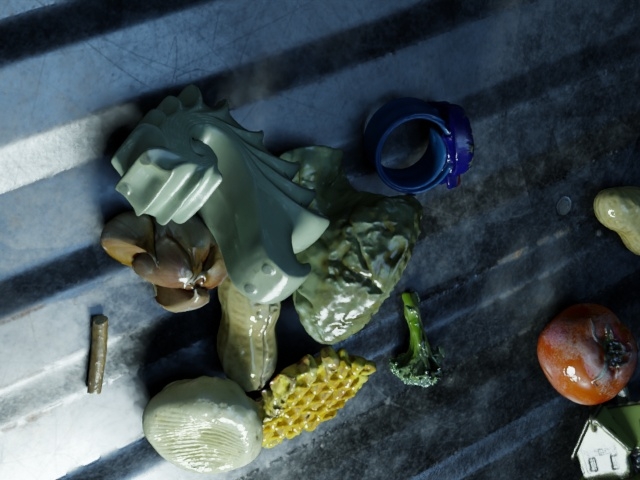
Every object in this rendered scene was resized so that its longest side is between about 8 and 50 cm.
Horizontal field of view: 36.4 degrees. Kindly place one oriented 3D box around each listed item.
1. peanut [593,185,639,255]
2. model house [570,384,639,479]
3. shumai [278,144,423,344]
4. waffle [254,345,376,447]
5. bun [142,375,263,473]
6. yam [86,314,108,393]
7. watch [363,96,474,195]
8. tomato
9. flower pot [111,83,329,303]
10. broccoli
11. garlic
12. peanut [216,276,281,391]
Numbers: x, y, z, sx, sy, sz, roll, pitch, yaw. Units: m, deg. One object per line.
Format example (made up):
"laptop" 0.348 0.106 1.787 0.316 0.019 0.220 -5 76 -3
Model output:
"peanut" 0.736 -0.045 2.260 0.274 0.111 0.125 37 70 -34
"model house" 0.703 0.440 2.335 0.218 0.204 0.279 -18 95 -63
"shumai" 0.000 0.000 1.792 0.288 0.292 0.330 29 94 -8
"waffle" -0.036 0.301 1.876 0.309 0.065 0.283 -32 152 1
"bun" -0.212 0.330 1.806 0.231 0.133 0.231 3 130 3
"yam" -0.400 0.207 1.749 0.032 0.032 0.145 1 104 -29
"watch" 0.189 -0.180 1.900 0.200 0.171 0.196 -8 110 -11
"tomato" 0.599 0.257 2.218 0.232 0.188 0.232 10 67 -24
"flower pot" -0.154 -0.078 1.623 0.367 0.254 0.164 39 125 -6
"broccoli" 0.200 0.207 2.048 0.122 0.118 0.204 -6 91 4
"garlic" -0.260 0.015 1.700 0.160 0.191 0.214 -48 112 -29
"peanut" -0.132 0.145 1.822 0.130 0.130 0.290 -7 109 -27
